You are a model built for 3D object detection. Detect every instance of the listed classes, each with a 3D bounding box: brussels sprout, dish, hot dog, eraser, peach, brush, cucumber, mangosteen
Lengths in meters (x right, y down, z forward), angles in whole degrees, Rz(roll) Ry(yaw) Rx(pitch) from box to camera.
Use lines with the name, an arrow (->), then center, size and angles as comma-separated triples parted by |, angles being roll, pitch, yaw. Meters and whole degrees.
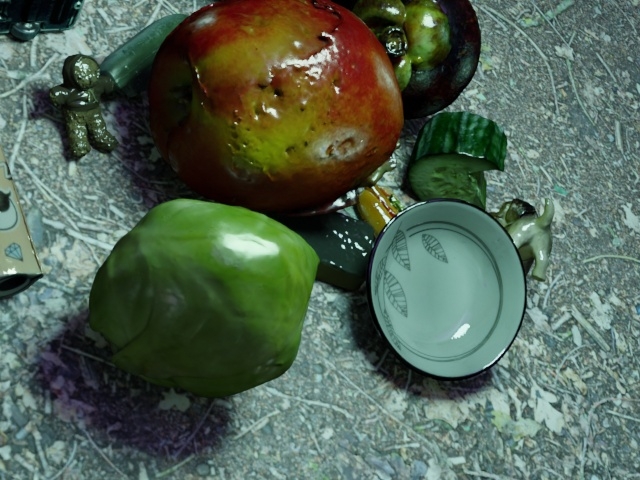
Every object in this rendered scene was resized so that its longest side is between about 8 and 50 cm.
brussels sprout -> -0.154, 0.076, 1.392 | 0.328, 0.328, 0.247 | 33, 44, -12
dish -> 0.203, 0.087, 1.739 | 0.316, 0.106, 0.317 | 2, 85, -20
hot dog -> 0.144, -0.015, 1.838 | 0.092, 0.062, 0.236 | -27, 77, -39
eraser -> -0.515, -0.057, 1.393 | 0.171, 0.087, 0.291 | -8, 66, -39
peach -> -0.058, -0.223, 1.640 | 0.416, 0.353, 0.339 | 3, 59, -36
brush -> 0.000, 0.000, 1.729 | 0.197, 0.059, 0.123 | 22, 52, -20
cucumber -> 0.259, -0.144, 1.928 | 0.191, 0.191, 0.130 | 34, 47, -11
mangosteen -> 0.147, -0.379, 1.921 | 0.330, 0.330, 0.330 | 18, 52, -24

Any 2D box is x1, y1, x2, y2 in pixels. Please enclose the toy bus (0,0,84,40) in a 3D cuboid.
toy bus -> -0.531, -0.421, 1.600 | 0.271, 0.133, 0.165 | -13, 64, -37

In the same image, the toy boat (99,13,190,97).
toy boat -> -0.295, -0.325, 1.739 | 0.085, 0.078, 0.260 | 58, 44, -21

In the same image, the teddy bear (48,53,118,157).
teddy bear -> -0.383, -0.219, 1.598 | 0.119, 0.077, 0.161 | -19, 111, -43

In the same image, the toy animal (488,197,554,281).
toy animal -> 0.379, -0.001, 1.924 | 0.121, 0.233, 0.169 | 24, 89, -6
